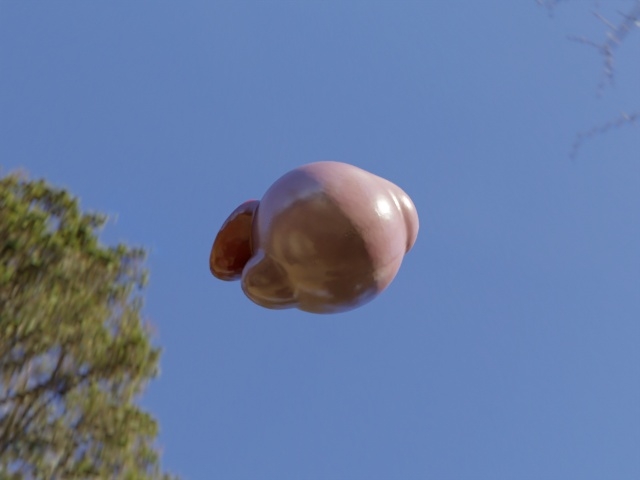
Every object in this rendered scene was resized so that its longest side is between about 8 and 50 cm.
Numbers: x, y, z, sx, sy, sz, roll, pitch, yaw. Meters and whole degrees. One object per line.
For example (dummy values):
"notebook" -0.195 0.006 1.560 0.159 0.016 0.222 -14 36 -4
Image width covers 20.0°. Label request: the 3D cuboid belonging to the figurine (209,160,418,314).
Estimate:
"figurine" 0.000 0.000 0.790 0.083 0.071 0.067 -40 -43 -28
